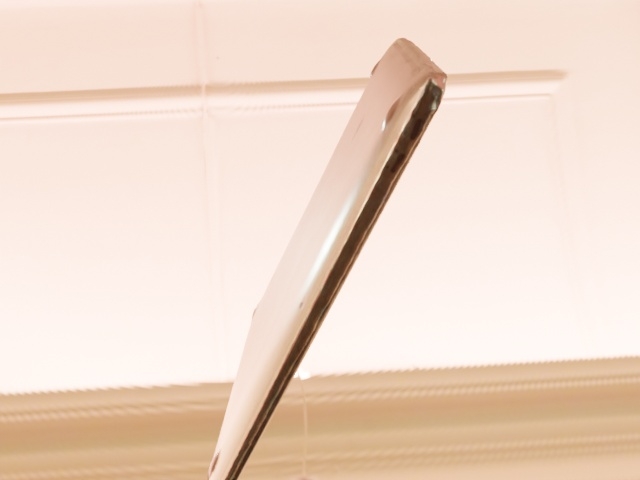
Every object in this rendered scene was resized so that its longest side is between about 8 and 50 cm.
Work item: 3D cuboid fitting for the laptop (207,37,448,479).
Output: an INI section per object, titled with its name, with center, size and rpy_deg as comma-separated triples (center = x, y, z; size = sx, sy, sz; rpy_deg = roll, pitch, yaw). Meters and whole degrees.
[laptop]
center = 0.000, 0.000, 0.572
size = 0.015, 0.269, 0.187
rpy_deg = 26, -79, -4
